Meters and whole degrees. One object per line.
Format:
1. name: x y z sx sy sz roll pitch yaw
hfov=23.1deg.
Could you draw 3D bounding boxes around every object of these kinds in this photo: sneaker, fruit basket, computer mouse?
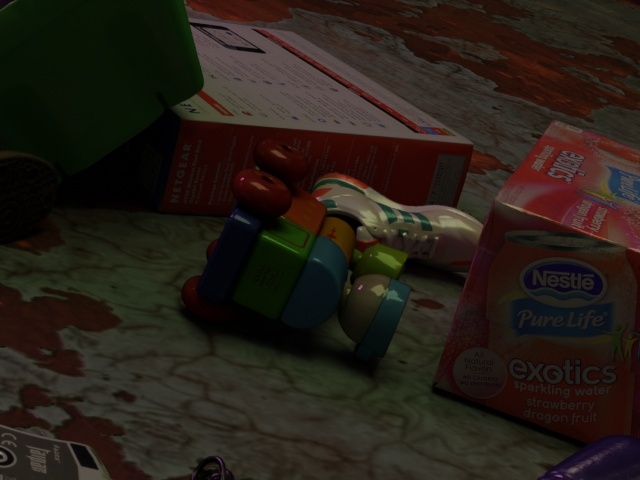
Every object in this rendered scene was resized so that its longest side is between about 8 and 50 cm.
1. sneaker: -0.261 -0.036 1.057 0.071 0.066 0.188 25 20 29
2. sneaker: 0.058 0.000 1.252 0.161 0.057 0.075 20 36 8
3. fruit basket: -0.297 -0.244 1.182 0.283 0.392 0.392 -35 35 -8
4. computer mouse: -0.129 0.125 0.747 0.193 0.042 0.106 16 22 -17

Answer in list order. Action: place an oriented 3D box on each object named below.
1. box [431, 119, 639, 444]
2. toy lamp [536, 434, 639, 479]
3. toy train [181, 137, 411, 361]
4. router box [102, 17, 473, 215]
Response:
1. box: 0.199 0.024 1.140 0.154 0.142 0.300 21 19 11
2. toy lamp: 0.224 0.144 0.919 0.274 0.080 0.080 -2 26 -44
3. toy train: 0.000 0.000 1.130 0.143 0.105 0.248 26 18 -1
4. router box: -0.079 -0.121 1.424 0.301 0.082 0.335 3 23 -34
